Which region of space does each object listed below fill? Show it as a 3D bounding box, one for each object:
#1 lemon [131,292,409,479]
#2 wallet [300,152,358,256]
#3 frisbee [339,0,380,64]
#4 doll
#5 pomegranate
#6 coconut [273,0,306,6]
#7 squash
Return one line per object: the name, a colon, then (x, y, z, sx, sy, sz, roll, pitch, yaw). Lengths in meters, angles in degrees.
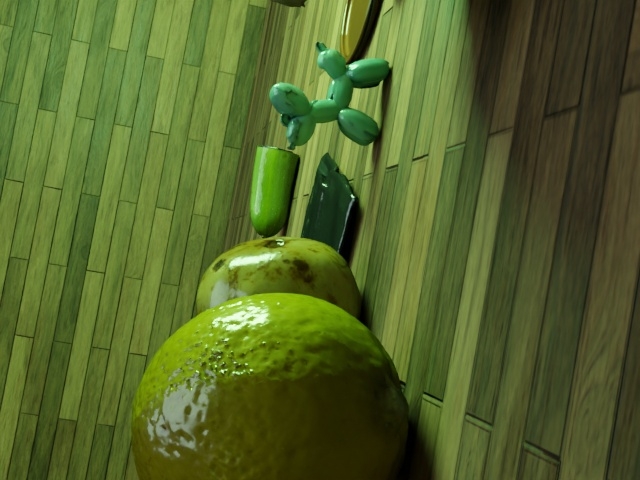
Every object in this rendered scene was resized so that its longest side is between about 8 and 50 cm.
lemon: (-0.050, 0.185, 0.977, 0.293, 0.293, 0.293, -169, 90, -79)
wallet: (0.000, 0.000, 1.533, 0.323, 0.041, 0.247, -116, 36, -69)
frisbee: (0.072, -0.410, 1.600, 0.251, 0.021, 0.251, -170, 90, -79)
doll: (0.009, -0.190, 1.347, 0.059, 0.158, 0.159, 160, 126, -80)
pomegranate: (-0.051, 0.100, 1.267, 0.215, 0.215, 0.215, -169, 90, -79)
coconut: (-0.012, -0.439, 0.953, 0.404, 0.404, 0.405, -169, 90, -79)
squash: (-0.103, -0.098, 2.025, 0.095, 0.095, 0.188, -154, 74, -79)
